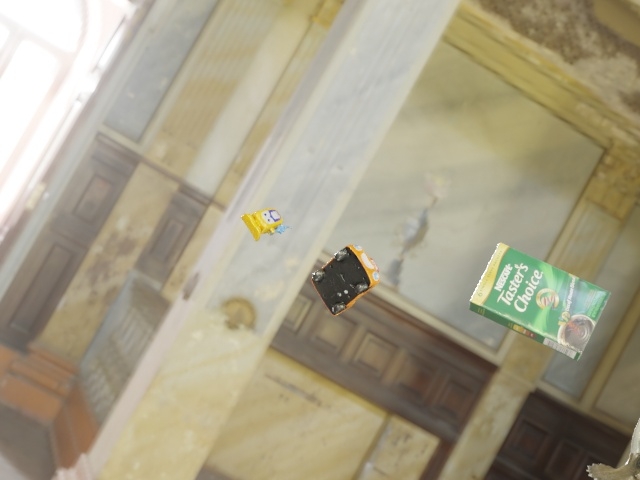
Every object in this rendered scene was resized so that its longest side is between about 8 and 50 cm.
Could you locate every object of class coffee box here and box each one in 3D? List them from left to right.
[{"bbox_3d":[0.328,0.091,1.659,0.184,0.113,0.040,27,-18,15],"label":"coffee box"}]

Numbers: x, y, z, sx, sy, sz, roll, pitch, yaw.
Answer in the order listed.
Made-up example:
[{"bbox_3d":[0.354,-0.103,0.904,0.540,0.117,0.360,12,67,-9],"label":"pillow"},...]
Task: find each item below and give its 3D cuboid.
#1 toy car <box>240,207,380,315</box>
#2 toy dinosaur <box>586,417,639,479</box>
[{"bbox_3d":[0.000,0.000,0.797,0.040,0.060,0.122,-21,57,-41],"label":"toy car"},{"bbox_3d":[0.286,0.341,1.272,0.121,0.313,0.160,60,9,-49],"label":"toy dinosaur"}]
